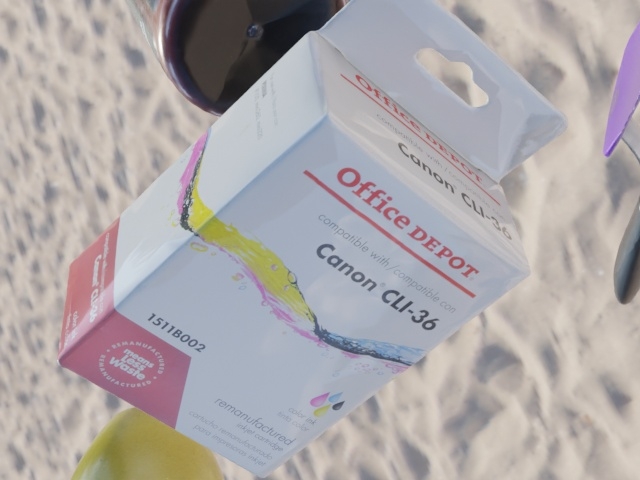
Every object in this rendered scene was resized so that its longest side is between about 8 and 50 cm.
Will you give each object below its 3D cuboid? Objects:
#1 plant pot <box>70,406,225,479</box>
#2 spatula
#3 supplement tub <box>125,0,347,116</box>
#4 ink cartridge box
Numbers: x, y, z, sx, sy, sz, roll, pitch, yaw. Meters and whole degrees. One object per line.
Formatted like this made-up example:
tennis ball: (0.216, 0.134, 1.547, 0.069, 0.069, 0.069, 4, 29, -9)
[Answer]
plant pot: (-0.130, 0.183, 0.906, 0.134, 0.134, 0.095, 113, 160, -50)
spatula: (0.181, -0.039, 0.681, 0.030, 0.084, 0.296, 9, 151, 19)
supplement tub: (-0.063, -0.155, 0.688, 0.198, 0.106, 0.106, -122, 29, -52)
ink cartridge box: (0.000, 0.000, 0.484, 0.198, 0.115, 0.067, -42, 31, 24)
